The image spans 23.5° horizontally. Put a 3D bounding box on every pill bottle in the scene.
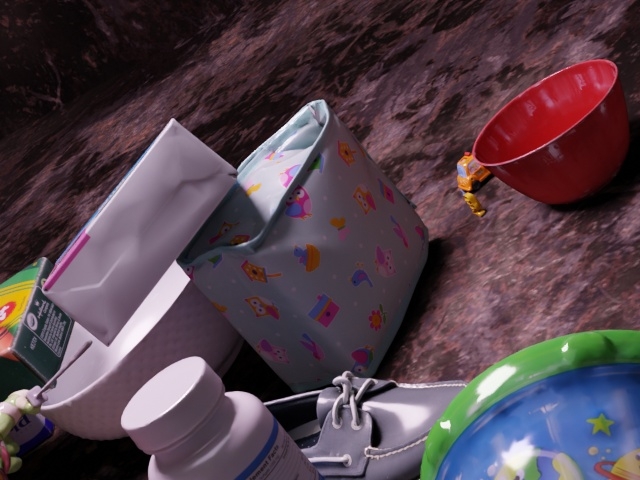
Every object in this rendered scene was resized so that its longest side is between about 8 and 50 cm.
[{"bbox_3d":[-0.074,0.213,1.361,0.124,0.221,0.124,-33,19,13],"label":"pill bottle"}]

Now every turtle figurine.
[{"bbox_3d":[-0.321,0.277,1.733,0.275,0.198,0.266,-40,4,-17],"label":"turtle figurine"}]

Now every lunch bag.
[{"bbox_3d":[0.000,0.000,1.710,0.160,0.223,0.262,-17,33,45],"label":"lunch bag"}]

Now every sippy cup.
[{"bbox_3d":[0.189,0.211,0.944,0.224,0.240,0.305,-98,23,-56],"label":"sippy cup"}]

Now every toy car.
[{"bbox_3d":[0.190,-0.077,1.839,0.060,0.040,0.122,-34,19,8],"label":"toy car"}]

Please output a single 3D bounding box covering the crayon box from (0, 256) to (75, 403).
[{"bbox_3d":[-0.454,0.174,1.924,0.318,0.081,0.202,-33,25,21],"label":"crayon box"}]

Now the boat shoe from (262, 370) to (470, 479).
[{"bbox_3d":[0.023,0.181,1.451,0.319,0.099,0.116,-21,25,39],"label":"boat shoe"}]

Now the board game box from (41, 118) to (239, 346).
[{"bbox_3d":[-0.197,-0.017,1.691,0.224,0.097,0.303,-51,7,-1],"label":"board game box"}]

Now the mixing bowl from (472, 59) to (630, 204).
[{"bbox_3d":[0.267,-0.105,1.681,0.181,0.098,0.181,-32,21,14],"label":"mixing bowl"}]

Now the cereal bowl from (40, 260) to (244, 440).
[{"bbox_3d":[-0.194,0.113,1.889,0.339,0.141,0.339,-39,22,19],"label":"cereal bowl"}]

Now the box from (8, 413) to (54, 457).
[{"bbox_3d":[-0.451,0.234,2.096,0.126,0.137,0.072,-35,22,7],"label":"box"}]
